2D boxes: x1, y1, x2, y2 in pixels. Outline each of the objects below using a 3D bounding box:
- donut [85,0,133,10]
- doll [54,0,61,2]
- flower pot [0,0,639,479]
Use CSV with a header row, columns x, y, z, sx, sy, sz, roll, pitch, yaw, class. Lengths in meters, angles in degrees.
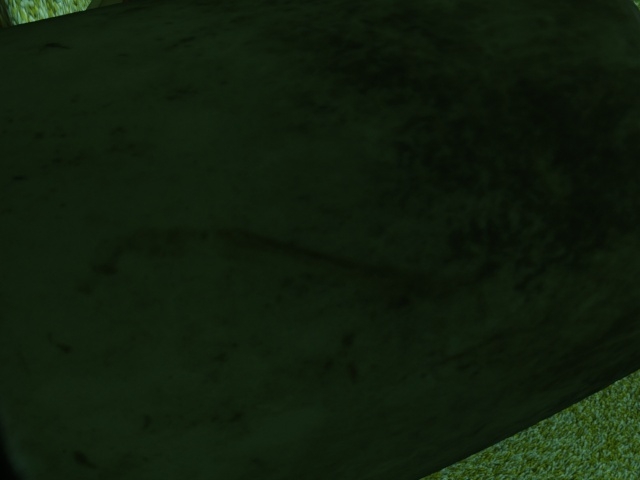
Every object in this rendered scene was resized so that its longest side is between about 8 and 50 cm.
x,y,z,sx,sy,sz,roll,pitch,yaw,class
-0.024,-0.079,0.752,0.142,0.383,0.382,-5,78,-78,donut
-0.250,-0.293,0.873,0.114,0.057,0.227,99,-27,-72,doll
0.000,0.000,0.538,0.293,0.330,0.293,165,-90,-85,flower pot
